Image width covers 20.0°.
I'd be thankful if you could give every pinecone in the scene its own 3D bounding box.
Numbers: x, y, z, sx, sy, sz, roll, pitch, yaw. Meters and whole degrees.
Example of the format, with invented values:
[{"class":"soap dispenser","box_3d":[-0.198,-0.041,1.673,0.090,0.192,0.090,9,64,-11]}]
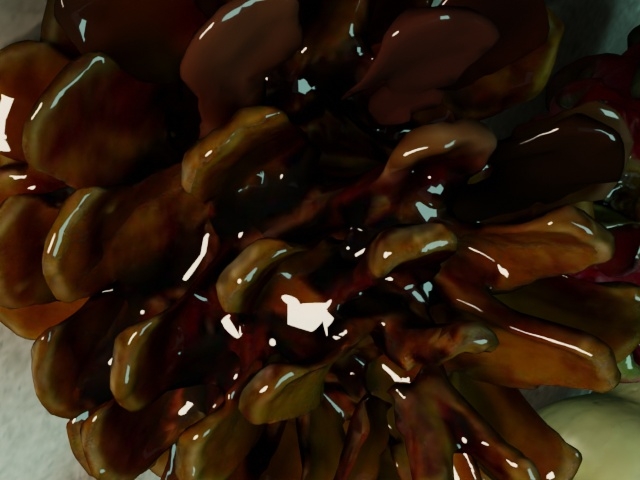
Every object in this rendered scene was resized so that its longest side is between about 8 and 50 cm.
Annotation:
[{"class":"pinecone","box_3d":[0.006,0.007,0.671,0.264,0.264,0.264,-34,138,-37]}]

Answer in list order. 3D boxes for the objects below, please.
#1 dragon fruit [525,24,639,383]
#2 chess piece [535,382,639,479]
[{"class":"dragon fruit","box_3d":[0.185,-0.028,0.978,0.198,0.273,0.218,24,95,-15]},{"class":"chess piece","box_3d":[0.253,0.101,1.134,0.442,0.234,0.234,-43,143,-20]}]
